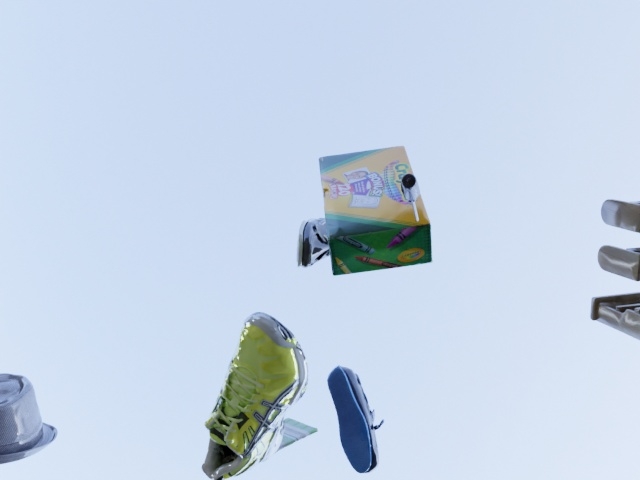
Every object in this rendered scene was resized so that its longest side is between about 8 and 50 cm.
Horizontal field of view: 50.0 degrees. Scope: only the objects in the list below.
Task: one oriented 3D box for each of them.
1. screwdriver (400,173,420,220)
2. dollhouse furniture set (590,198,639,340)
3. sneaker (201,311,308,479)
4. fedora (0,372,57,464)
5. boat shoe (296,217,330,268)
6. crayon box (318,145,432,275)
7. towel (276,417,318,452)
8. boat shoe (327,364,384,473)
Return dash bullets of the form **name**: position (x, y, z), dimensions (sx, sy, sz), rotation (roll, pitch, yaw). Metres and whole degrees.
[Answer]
- **screwdriver**: position (0.122, -0.047, 0.906), dimensions (0.024, 0.170, 0.025), rotation (8, -108, 14)
- **dollhouse furniture set**: position (0.552, 0.035, 1.138), dimensions (0.212, 0.161, 0.242), rotation (-4, -78, -17)
- **sneaker**: position (-0.128, 0.304, 1.263), dimensions (0.145, 0.147, 0.385), rotation (27, -55, 25)
- **fedora**: position (-0.652, 0.342, 1.377), dimensions (0.243, 0.275, 0.125), rotation (10, -86, 3)
- **boat shoe**: position (0.000, 0.000, 1.356), dimensions (0.079, 0.233, 0.084), rotation (6, -76, 11)
- **crayon box**: position (0.089, -0.059, 1.195), dimensions (0.165, 0.279, 0.081), rotation (-8, -56, 1)
- **towel**: position (-0.096, 0.477, 1.668), dimensions (0.113, 0.152, 0.023), rotation (8, -76, 46)
- **boat shoe**: position (0.096, 0.406, 1.588), dimensions (0.109, 0.089, 0.259), rotation (-37, -129, 35)
